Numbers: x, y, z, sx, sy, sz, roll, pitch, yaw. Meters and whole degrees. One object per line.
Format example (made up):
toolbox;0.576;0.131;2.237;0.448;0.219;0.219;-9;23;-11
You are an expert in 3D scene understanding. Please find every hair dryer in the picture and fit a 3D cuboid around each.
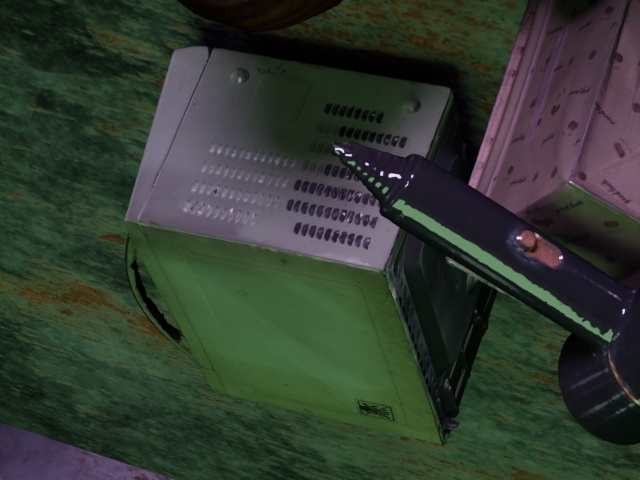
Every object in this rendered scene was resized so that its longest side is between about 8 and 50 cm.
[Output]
hair dryer;0.163;0.014;1.366;0.352;0.107;0.189;31;147;-10

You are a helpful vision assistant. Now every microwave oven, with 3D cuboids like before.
microwave oven;0.000;0.000;1.942;0.333;0.247;0.394;10;152;18

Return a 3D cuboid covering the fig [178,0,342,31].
fig;0.017;-0.294;1.466;0.320;0.217;0.217;-16;140;22

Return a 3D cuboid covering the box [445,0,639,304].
box;0.277;-0.083;1.518;0.225;0.297;0.190;28;153;-15
